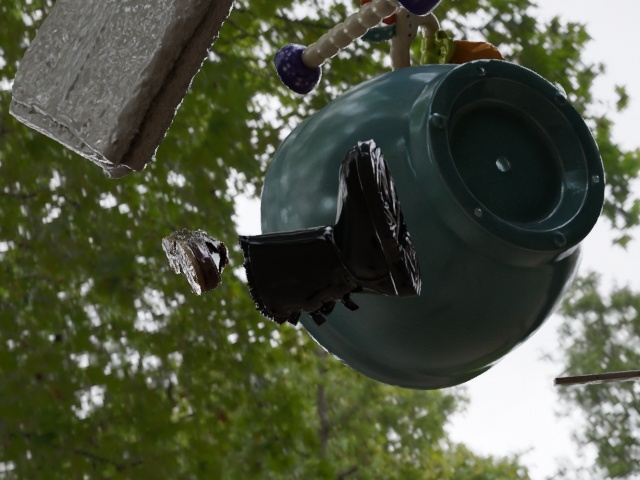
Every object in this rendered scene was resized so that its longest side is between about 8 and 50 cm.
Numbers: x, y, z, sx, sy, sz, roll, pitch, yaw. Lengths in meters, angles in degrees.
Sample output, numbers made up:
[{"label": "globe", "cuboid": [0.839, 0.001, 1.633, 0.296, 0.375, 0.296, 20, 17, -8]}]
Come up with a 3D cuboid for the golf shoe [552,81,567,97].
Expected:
[{"label": "golf shoe", "cuboid": [0.352, -0.159, 1.515, 0.086, 0.176, 0.069, 24, -47, -10]}]

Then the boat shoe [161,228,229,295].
[{"label": "boat shoe", "cuboid": [-0.161, 0.019, 1.411, 0.073, 0.207, 0.073, -16, -72, -15]}]

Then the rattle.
[{"label": "rattle", "cuboid": [0.161, -0.290, 1.532, 0.130, 0.143, 0.199, -55, -35, -6]}]

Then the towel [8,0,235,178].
[{"label": "towel", "cuboid": [-0.140, -0.196, 0.842, 0.049, 0.187, 0.282, 29, -90, -48]}]

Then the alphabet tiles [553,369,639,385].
[{"label": "alphabet tiles", "cuboid": [0.346, 0.127, 1.011, 0.237, 0.009, 0.198, -7, -10, 11]}]

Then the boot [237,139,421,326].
[{"label": "boot", "cuboid": [0.000, -0.001, 0.613, 0.099, 0.045, 0.121, -8, -47, 15]}]

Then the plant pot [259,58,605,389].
[{"label": "plant pot", "cuboid": [0.119, -0.035, 0.909, 0.293, 0.293, 0.196, 3, -22, -26]}]

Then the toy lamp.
[{"label": "toy lamp", "cuboid": [0.056, -0.265, 1.255, 0.080, 0.080, 0.274, 18, -34, -35]}]
